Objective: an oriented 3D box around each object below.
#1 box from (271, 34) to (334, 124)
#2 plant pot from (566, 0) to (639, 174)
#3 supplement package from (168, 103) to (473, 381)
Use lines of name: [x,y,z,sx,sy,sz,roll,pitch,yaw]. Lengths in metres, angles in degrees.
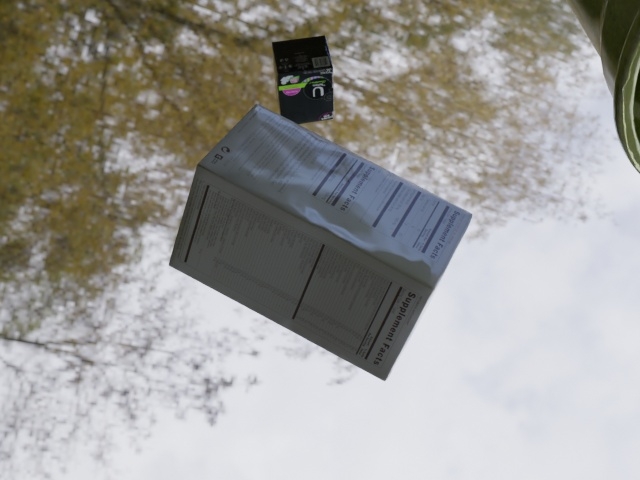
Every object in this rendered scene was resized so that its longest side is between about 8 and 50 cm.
box: [-0.018,-0.174,1.162,0.083,0.062,0.052,88,-7,-55]
plant pot: [0.248,-0.211,0.673,0.276,0.276,0.254,-55,-138,30]
supplement package: [0.000,0.000,1.031,0.134,0.244,0.139,-55,171,-49]
